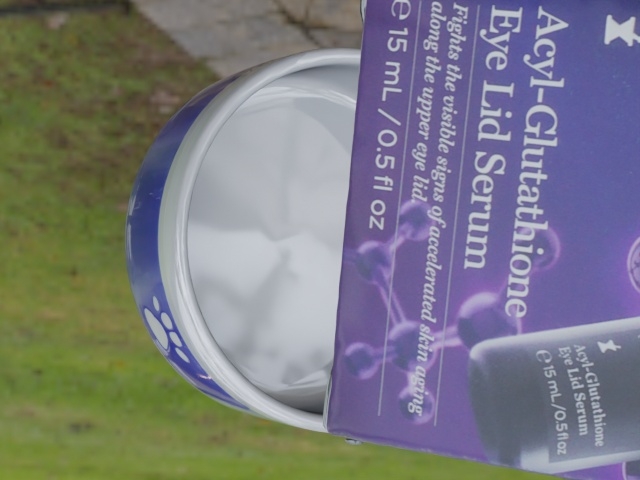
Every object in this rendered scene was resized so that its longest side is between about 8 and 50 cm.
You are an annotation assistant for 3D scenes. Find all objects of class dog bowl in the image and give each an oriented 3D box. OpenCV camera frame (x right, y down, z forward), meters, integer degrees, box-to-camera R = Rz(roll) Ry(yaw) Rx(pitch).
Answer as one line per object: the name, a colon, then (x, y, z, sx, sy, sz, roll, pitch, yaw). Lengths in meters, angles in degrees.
dog bowl: (0.000, 0.000, 1.190, 0.265, 0.265, 0.104, 10, 174, -27)

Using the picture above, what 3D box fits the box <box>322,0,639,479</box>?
box: (0.119, -0.003, 0.530, 0.207, 0.153, 0.108, 7, -174, 23)
